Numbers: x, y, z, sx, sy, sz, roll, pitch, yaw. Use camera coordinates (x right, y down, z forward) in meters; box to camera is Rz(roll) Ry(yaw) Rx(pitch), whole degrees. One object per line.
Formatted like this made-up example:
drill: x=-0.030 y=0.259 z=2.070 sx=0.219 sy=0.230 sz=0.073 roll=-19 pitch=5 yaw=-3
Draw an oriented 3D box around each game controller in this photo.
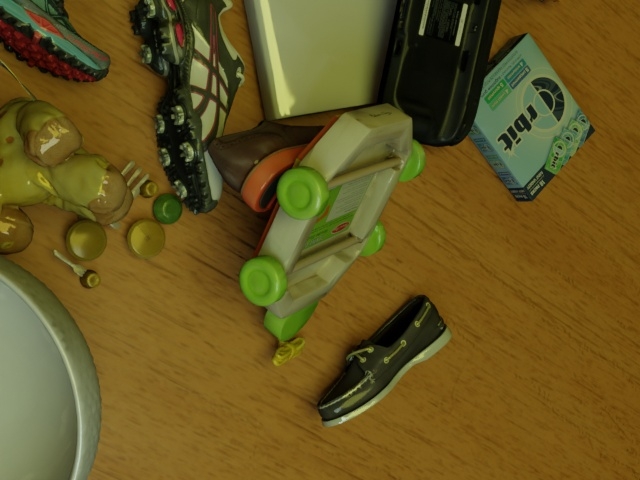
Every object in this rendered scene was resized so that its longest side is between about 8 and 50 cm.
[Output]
game controller: x=0.161 y=-0.282 z=1.248 sx=0.167 sy=0.067 sz=0.319 roll=7 pitch=98 yaw=-33

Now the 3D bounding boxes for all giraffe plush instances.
giraffe plush: x=-0.326 y=-0.059 z=1.017 sx=0.210 sy=0.181 sz=0.170 roll=44 pitch=80 yaw=0

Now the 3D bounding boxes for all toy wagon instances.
toy wagon: x=0.000 y=0.000 z=1.163 sx=0.267 sy=0.068 sz=0.344 roll=-23 pitch=144 yaw=-57

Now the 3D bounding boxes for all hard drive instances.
hard drive: x=0.008 y=-0.345 z=1.244 sx=0.233 sy=0.047 sz=0.353 roll=-13 pitch=96 yaw=-26

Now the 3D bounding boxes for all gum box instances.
gum box: x=0.291 y=-0.175 z=1.392 sx=0.157 sy=0.041 sz=0.184 roll=-46 pitch=109 yaw=-17

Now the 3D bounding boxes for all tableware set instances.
tableware set: x=-0.236 y=-0.011 z=1.144 sx=0.104 sy=0.024 sz=0.154 roll=44 pitch=72 yaw=-24

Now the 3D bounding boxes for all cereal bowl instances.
cereal bowl: x=-0.373 y=0.162 z=0.975 sx=0.339 sy=0.141 sz=0.338 roll=1 pitch=96 yaw=8

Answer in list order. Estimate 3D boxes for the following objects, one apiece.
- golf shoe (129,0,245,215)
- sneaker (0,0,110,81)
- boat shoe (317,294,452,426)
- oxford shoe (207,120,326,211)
golf shoe: x=-0.137 y=-0.169 z=1.146 sx=0.120 sy=0.105 sz=0.272 roll=-12 pitch=97 yaw=-32
sneaker: x=-0.322 y=-0.282 z=1.050 sx=0.262 sy=0.104 sz=0.125 roll=39 pitch=72 yaw=-22
boat shoe: x=0.075 y=0.156 z=1.272 sx=0.228 sy=0.081 sz=0.068 roll=-36 pitch=103 yaw=-29
oxford shoe: x=-0.031 y=-0.113 z=1.168 sx=0.098 sy=0.097 sz=0.271 roll=40 pitch=25 yaw=15
